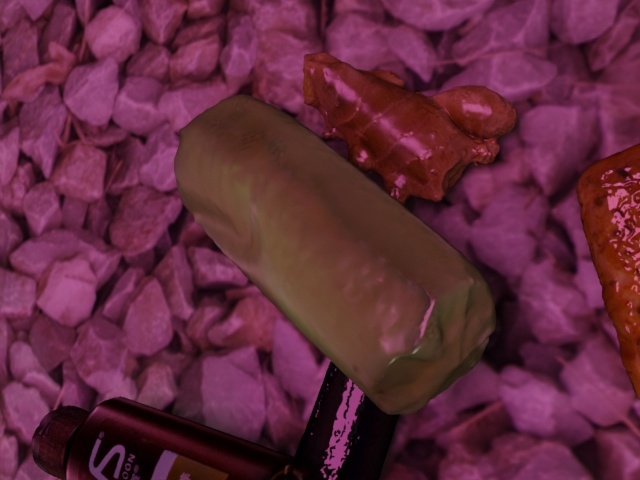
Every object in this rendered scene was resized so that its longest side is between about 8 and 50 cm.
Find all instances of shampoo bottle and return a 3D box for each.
[{"bbox_3d":[-0.150,0.218,0.872,0.323,0.084,0.129,9,83,43],"label":"shampoo bottle"}]

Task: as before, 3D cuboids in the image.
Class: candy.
[{"bbox_3d":[0.000,0.000,0.825,0.132,0.142,0.343,-42,54,-8],"label":"candy"}]

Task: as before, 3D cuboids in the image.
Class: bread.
[{"bbox_3d":[0.275,0.027,0.745,0.114,0.083,0.211,-19,76,18],"label":"bread"}]

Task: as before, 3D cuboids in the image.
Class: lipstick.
[{"bbox_3d":[-0.002,0.247,0.843,0.081,0.081,0.299,19,89,27],"label":"lipstick"}]

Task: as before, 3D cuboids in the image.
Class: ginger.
[{"bbox_3d":[0.067,-0.097,0.865,0.205,0.081,0.115,17,107,20],"label":"ginger"}]
